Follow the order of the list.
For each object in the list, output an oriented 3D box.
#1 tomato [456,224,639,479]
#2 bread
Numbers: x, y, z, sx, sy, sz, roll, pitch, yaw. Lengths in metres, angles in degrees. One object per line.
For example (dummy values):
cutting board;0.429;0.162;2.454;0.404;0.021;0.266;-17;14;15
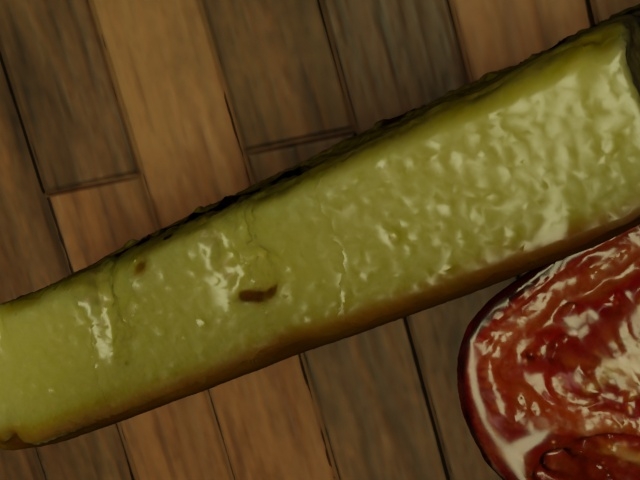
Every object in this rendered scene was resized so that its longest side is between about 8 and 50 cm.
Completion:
tomato;0.159;0.071;0.643;0.166;0.082;0.174;-35;86;27
bread;0.001;0.000;0.665;0.361;0.138;0.077;-23;94;30
